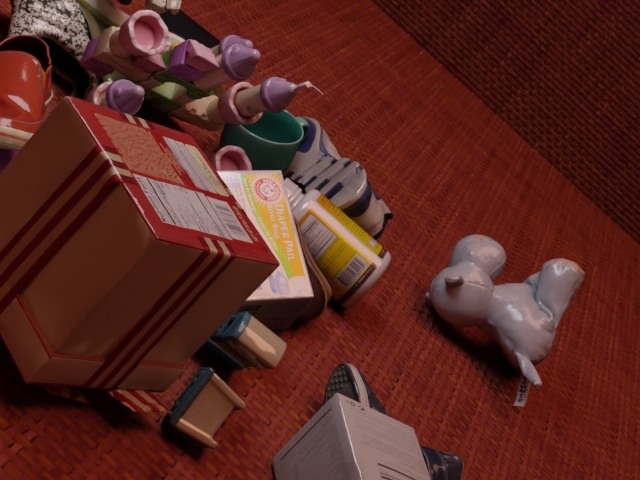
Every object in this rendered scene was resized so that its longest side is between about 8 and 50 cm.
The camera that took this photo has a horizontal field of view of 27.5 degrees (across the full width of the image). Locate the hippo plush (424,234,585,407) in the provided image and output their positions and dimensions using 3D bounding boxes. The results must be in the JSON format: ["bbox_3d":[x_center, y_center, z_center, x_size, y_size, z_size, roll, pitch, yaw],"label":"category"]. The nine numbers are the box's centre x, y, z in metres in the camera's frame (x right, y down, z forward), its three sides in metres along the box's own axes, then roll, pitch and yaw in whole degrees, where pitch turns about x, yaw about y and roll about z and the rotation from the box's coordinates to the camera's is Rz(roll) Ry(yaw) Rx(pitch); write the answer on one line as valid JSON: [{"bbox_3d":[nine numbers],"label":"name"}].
[{"bbox_3d":[0.305,0.125,2.333,0.237,0.234,0.294,26,64,4],"label":"hippo plush"}]

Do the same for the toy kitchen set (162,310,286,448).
[{"bbox_3d":[-0.154,0.157,1.616,0.122,0.166,0.207,39,-15,-9],"label":"toy kitchen set"}]

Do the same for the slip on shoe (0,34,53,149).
[{"bbox_3d":[-0.400,-0.189,1.662,0.123,0.101,0.331,9,21,-6],"label":"slip on shoe"}]

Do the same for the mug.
[{"bbox_3d":[-0.093,-0.161,2.220,0.158,0.097,0.129,13,35,-20],"label":"mug"}]

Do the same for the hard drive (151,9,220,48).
[{"bbox_3d":[-0.259,-0.353,2.387,0.172,0.054,0.254,38,22,-11],"label":"hard drive"}]

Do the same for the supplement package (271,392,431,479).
[{"bbox_3d":[0.050,0.327,1.538,0.134,0.139,0.244,28,27,-30],"label":"supplement package"}]

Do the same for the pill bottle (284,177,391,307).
[{"bbox_3d":[0.000,0.000,2.087,0.215,0.117,0.117,41,22,-4],"label":"pill bottle"}]

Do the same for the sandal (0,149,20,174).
[{"bbox_3d":[-0.309,-0.109,1.785,0.416,0.102,0.169,11,36,-50],"label":"sandal"}]

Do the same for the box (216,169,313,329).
[{"bbox_3d":[-0.098,0.013,1.793,0.114,0.103,0.203,-3,63,-27],"label":"box"}]

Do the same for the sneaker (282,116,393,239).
[{"bbox_3d":[0.022,-0.077,2.285,0.182,0.127,0.315,55,-4,-37],"label":"sneaker"}]

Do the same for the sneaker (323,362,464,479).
[{"bbox_3d":[0.100,0.273,1.772,0.163,0.086,0.226,11,46,-35],"label":"sneaker"}]

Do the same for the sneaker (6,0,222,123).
[{"bbox_3d":[-0.336,-0.264,2.052,0.410,0.158,0.182,32,55,-29],"label":"sneaker"}]

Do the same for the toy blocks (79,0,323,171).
[{"bbox_3d":[-0.180,-0.265,1.923,0.289,0.260,0.308,26,65,-33],"label":"toy blocks"}]

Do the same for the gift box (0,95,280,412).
[{"bbox_3d":[-0.223,0.033,1.462,0.276,0.258,0.255,21,30,-52],"label":"gift box"}]

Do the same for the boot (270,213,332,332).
[{"bbox_3d":[-0.089,0.020,1.935,0.248,0.090,0.207,49,21,8],"label":"boot"}]
